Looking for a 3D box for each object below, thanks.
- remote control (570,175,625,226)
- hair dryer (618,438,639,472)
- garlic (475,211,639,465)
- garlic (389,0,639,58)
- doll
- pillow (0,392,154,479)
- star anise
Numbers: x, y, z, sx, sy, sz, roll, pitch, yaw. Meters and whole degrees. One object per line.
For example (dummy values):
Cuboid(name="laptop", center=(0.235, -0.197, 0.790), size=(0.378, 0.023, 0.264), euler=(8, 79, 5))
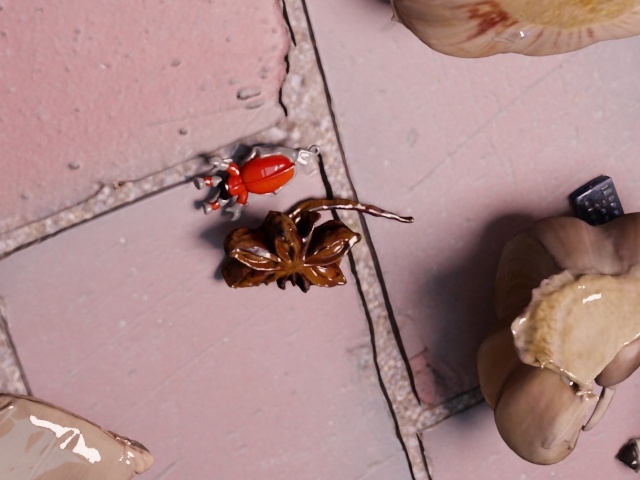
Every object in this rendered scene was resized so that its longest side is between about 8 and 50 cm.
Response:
Cuboid(name="remote control", center=(0.286, 0.010, 1.669), size=(0.043, 0.027, 0.152), euler=(-27, 116, -6))
Cuboid(name="hair dryer", center=(0.421, 0.207, 1.788), size=(0.236, 0.073, 0.131), euler=(-1, 108, -13))
Cuboid(name="garlic", center=(0.251, 0.090, 1.570), size=(0.210, 0.292, 0.237), euler=(6, 78, 5))
Cuboid(name="garlic", center=(0.184, -0.279, 1.396), size=(0.322, 0.241, 0.322), euler=(9, 125, 13))
Cuboid(name="doll", center=(-0.053, -0.058, 1.490), size=(0.114, 0.039, 0.057), euler=(-23, 89, -6))
Cuboid(name="pillow", center=(-0.288, 0.256, 1.487), size=(0.173, 0.067, 0.270), euler=(33, 95, -28))
Cuboid(name="star anise", center=(0.000, 0.000, 1.521), size=(0.190, 0.070, 0.097), euler=(-1, 136, -25))
